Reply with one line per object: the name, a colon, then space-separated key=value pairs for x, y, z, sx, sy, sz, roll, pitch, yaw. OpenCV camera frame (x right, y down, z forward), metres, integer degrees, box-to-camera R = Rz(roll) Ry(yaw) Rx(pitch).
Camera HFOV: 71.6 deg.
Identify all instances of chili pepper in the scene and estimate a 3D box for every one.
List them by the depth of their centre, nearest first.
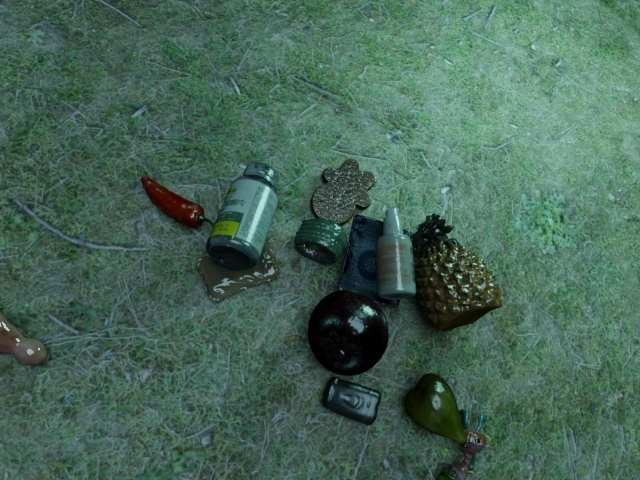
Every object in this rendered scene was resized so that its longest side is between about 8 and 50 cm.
chili pepper: x=-0.395 y=-0.095 z=1.222 sx=0.272 sy=0.063 sz=0.071 roll=30 pitch=69 yaw=12

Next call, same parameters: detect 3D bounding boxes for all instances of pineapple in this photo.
pineapple: x=0.351 y=0.062 z=1.262 sx=0.223 sy=0.223 sz=0.357 roll=-8 pitch=62 yaw=-15

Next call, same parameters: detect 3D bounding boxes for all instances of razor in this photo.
razor: x=0.080 y=0.414 z=1.151 sx=0.148 sy=0.054 sz=0.090 roll=21 pitch=67 yaw=-4

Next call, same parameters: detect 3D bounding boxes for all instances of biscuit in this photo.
biscuit: x=0.067 y=-0.145 z=1.359 sx=0.180 sy=0.039 sz=0.236 roll=41 pitch=68 yaw=1

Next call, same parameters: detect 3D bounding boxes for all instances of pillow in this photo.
pillow: x=-0.223 y=0.076 z=1.217 sx=0.211 sy=0.034 sz=0.135 roll=-19 pitch=70 yaw=-20

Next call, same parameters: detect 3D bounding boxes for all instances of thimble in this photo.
thimble: x=0.002 y=0.001 z=1.246 sx=0.135 sy=0.118 sz=0.090 roll=8 pitch=58 yaw=31

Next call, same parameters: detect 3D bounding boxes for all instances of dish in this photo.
dish: x=0.150 y=0.065 z=1.280 sx=0.182 sy=0.080 sz=0.243 roll=17 pitch=70 yaw=-6

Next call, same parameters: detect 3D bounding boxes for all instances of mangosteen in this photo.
mangosteen: x=0.076 y=0.228 z=1.150 sx=0.216 sy=0.216 sz=0.216 roll=4 pitch=70 yaw=-11

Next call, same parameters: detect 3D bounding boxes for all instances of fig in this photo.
fig: x=0.309 y=0.434 z=1.137 sx=0.133 sy=0.126 sz=0.185 roll=-35 pitch=45 yaw=-23

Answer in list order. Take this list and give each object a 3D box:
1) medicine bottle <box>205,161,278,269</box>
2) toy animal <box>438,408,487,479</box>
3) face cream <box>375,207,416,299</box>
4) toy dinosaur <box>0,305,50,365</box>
medicine bottle: x=-0.198 y=-0.075 z=1.207 sx=0.141 sy=0.141 sz=0.293 roll=19 pitch=57 yaw=-6
toy animal: x=0.380 y=0.553 z=1.163 sx=0.103 sy=0.100 sz=0.208 roll=45 pitch=57 yaw=-38
face cream: x=0.200 y=0.029 z=1.208 sx=0.101 sy=0.101 sz=0.251 roll=3 pitch=70 yaw=-12
toy dinosaur: x=-0.727 y=0.226 z=0.987 sx=0.177 sy=0.194 sz=0.152 roll=20 pitch=57 yaw=18
